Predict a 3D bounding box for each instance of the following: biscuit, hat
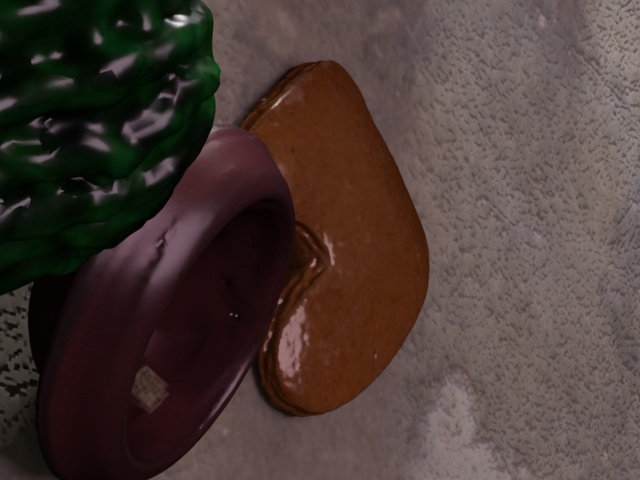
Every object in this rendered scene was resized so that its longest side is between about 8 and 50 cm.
[{"bbox_3d":[0.000,0.000,0.979,0.186,0.036,0.192,-46,117,-44],"label":"biscuit"},{"bbox_3d":[-0.222,-0.066,0.588,0.332,0.274,0.242,-23,91,-22],"label":"hat"},{"bbox_3d":[-0.091,0.029,0.793,0.205,0.089,0.205,-52,158,-31],"label":"hat"}]
